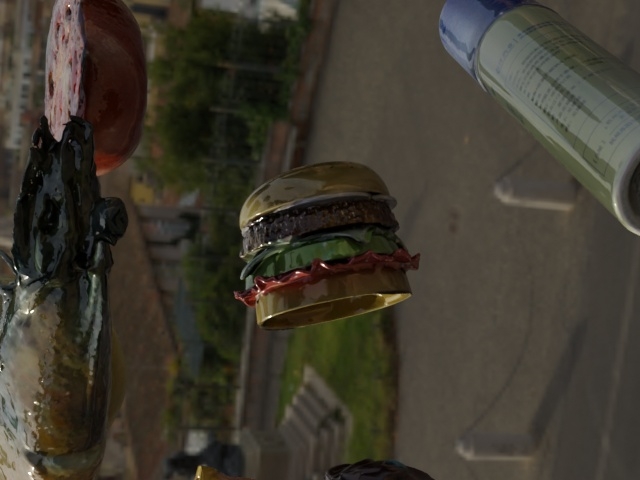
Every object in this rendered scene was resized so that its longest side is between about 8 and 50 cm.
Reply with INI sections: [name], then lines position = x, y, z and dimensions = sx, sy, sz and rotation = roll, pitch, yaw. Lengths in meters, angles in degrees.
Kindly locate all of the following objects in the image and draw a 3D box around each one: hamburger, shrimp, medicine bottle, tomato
[hamburger]
position = 0.002, 0.000, 1.017
dimensions = 0.175, 0.175, 0.136
rotation = 143, 119, -66
[shrimp]
position = -0.254, 0.057, 0.900
dimensions = 0.272, 0.085, 0.445
rotation = 43, 134, 19
[medicine bottle]
position = 0.126, -0.080, 0.594
dimensions = 0.231, 0.059, 0.059
rotation = -117, 36, -58
[tomato]
position = -0.237, -0.167, 1.197
dimensions = 0.225, 0.085, 0.225
rotation = 178, 90, -67

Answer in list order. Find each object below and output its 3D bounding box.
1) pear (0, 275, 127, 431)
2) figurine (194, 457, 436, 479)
[pear]
position = -0.396, 0.160, 1.502
dimensions = 0.336, 0.285, 0.285
rotation = -104, 26, -51
[figurine]
position = 0.011, 0.233, 0.893
dimensions = 0.174, 0.240, 0.115
rotation = 122, 148, -43
